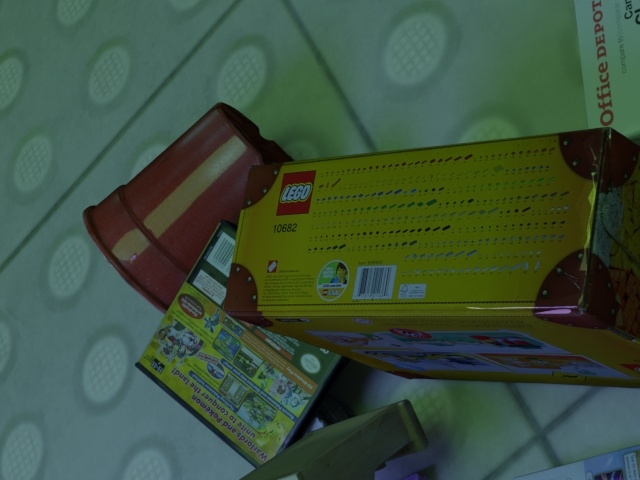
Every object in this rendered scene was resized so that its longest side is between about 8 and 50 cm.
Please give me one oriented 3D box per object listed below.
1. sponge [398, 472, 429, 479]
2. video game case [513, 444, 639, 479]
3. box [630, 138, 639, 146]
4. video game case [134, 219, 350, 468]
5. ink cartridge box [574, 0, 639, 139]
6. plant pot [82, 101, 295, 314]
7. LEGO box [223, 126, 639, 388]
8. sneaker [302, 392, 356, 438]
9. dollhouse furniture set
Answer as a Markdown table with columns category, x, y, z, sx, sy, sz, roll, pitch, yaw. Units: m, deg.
| category | x | y | z | sx | sy | sz | roll | pitch | yaw |
| --- | --- | --- | --- | --- | --- | --- | --- | --- | --- |
| sponge | 0.064 | 0.395 | 1.807 | 0.210 | 0.031 | 0.117 | -28 | 56 | 32 |
| video game case | 0.347 | 0.373 | 1.530 | 0.244 | 0.061 | 0.269 | -23 | 59 | 37 |
| box | 0.368 | -0.062 | 1.595 | 0.231 | 0.183 | 0.056 | -2 | 74 | 43 |
| video game case | -0.098 | 0.145 | 1.882 | 0.275 | 0.035 | 0.248 | 35 | 98 | 28 |
| ink cartridge box | 0.467 | -0.227 | 1.605 | 0.306 | 0.131 | 0.226 | -18 | 62 | 36 |
| plant pot | -0.166 | -0.046 | 2.053 | 0.265 | 0.272 | 0.272 | -45 | 48 | 10 |
| LEGO box | 0.199 | 0.039 | 1.579 | 0.500 | 0.372 | 0.193 | -3 | 72 | 42 |
| sneaker | -0.066 | 0.223 | 1.947 | 0.129 | 0.111 | 0.297 | -56 | 45 | 18 |
| dollhouse furniture set | 0.061 | 0.436 | 1.677 | 0.362 | 0.256 | 0.394 | -24 | 90 | 36 |
